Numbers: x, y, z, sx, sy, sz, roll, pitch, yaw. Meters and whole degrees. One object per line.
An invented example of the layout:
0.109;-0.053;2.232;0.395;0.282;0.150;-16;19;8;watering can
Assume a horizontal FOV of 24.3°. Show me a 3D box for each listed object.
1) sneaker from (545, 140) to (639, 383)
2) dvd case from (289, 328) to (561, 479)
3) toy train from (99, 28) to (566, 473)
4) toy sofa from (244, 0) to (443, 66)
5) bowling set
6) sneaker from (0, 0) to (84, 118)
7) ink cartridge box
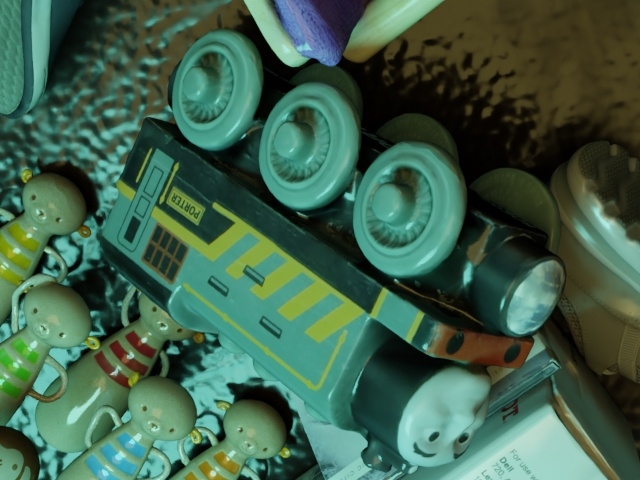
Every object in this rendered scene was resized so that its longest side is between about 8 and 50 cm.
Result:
0.234;0.060;1.009;0.281;0.105;0.115;50;133;-8;sneaker
0.042;0.044;0.969;0.164;0.221;0.018;-37;139;13;dvd case
0.000;0.000;0.922;0.334;0.142;0.190;34;106;39;toy train
-0.032;-0.290;0.878;0.150;0.177;0.362;-34;97;34;toy sofa
-0.150;0.104;1.003;0.287;0.200;0.154;41;103;-8;bowling set
-0.157;-0.183;0.987;0.086;0.163;0.226;45;146;9;sneaker
0.074;0.191;0.988;0.278;0.201;0.117;-37;98;13;ink cartridge box
